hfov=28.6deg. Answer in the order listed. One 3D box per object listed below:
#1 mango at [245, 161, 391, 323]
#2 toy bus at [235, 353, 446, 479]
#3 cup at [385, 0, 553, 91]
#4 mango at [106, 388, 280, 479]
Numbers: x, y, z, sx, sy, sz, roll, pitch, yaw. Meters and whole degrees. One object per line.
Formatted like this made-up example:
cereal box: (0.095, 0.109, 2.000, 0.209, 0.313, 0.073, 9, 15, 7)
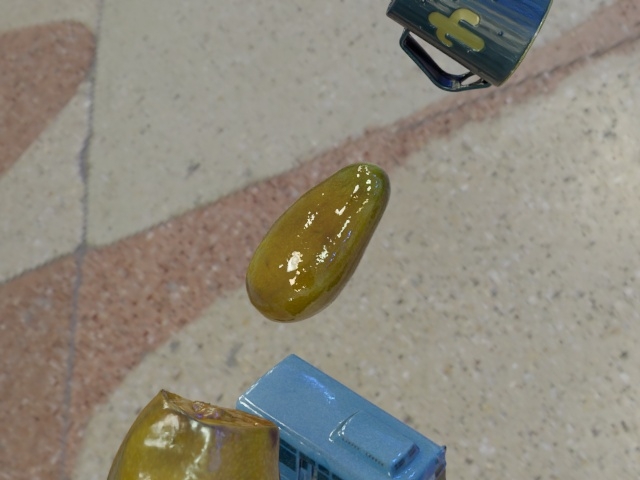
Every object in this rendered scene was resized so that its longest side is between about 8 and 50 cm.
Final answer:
mango: (0.000, 0.000, 1.474, 0.227, 0.099, 0.136, -51, 32, 13)
toy bus: (0.023, 0.238, 1.380, 0.234, 0.133, 0.116, 29, 46, 27)
cup: (0.157, -0.253, 1.432, 0.176, 0.155, 0.131, -55, 9, 42)
mango: (-0.077, 0.288, 0.952, 0.187, 0.144, 0.359, -20, 85, 6)
